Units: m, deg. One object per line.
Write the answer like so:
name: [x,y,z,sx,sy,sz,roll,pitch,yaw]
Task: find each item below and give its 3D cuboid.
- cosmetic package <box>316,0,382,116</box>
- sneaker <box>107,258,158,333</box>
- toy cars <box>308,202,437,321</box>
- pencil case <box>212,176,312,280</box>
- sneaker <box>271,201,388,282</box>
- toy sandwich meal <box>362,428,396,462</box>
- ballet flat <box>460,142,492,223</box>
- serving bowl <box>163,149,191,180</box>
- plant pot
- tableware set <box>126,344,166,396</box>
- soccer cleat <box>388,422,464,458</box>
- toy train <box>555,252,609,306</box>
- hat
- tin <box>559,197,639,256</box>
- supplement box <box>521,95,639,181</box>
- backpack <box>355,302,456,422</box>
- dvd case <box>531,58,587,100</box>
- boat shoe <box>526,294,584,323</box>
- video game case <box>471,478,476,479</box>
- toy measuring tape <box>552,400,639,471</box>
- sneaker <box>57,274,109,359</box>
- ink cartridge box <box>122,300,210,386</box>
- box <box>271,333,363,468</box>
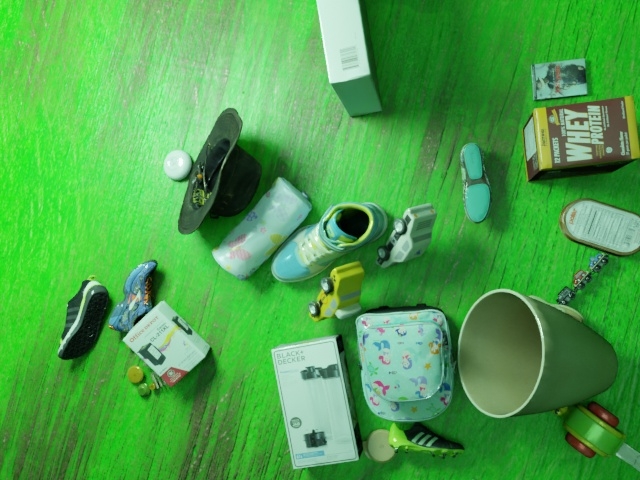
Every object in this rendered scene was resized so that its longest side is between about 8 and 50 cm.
cosmetic package: [0.059,-0.506,1.329,0.097,0.284,0.378,-10,85,13]
sneaker: [-0.474,0.150,1.525,0.087,0.083,0.221,27,101,3]
toy cars: [0.128,0.074,1.337,0.393,0.176,0.087,-40,63,8]
pencil case: [-0.147,-0.030,1.439,0.124,0.113,0.273,44,96,20]
sneaker: [0.000,0.000,1.358,0.319,0.208,0.127,-32,82,10]
toy sandwich meal: [0.146,0.498,1.399,0.085,0.029,0.086,-1,77,6]
ballet flat: [0.364,-0.134,1.362,0.070,0.070,0.189,-2,91,12]
serving bowl: [-0.383,-0.202,1.531,0.083,0.027,0.083,-3,81,22]
plant pot: [0.478,0.249,1.223,0.273,0.256,0.257,11,90,-23]
tableware set: [-0.471,0.333,1.538,0.104,0.024,0.154,-27,84,13]
soccer cleat: [0.250,0.468,1.364,0.178,0.060,0.072,6,56,3]
toy train: [0.597,0.086,1.323,0.036,0.027,0.158,44,97,21]
hat: [-0.229,-0.147,1.421,0.133,0.331,0.331,22,93,-25]
tin: [0.643,-0.031,1.314,0.189,0.040,0.106,19,87,12]
supplement box: [0.555,-0.213,1.257,0.191,0.194,0.129,-6,87,12]
backpack: [0.196,0.284,1.324,0.225,0.191,0.254,-5,92,11]
dvd case: [0.559,-0.376,1.356,0.119,0.013,0.087,-3,87,13]
boat shoe: [0.527,0.170,1.315,0.135,0.045,0.050,18,126,18]
video game case: [0.402,0.693,1.338,0.193,0.023,0.213,22,92,12]
toy measuring tape: [0.644,0.450,1.253,0.330,0.121,0.121,36,95,11]
sneaker: [-0.645,0.207,1.564,0.097,0.084,0.235,29,93,35]
ink cartridge box: [-0.391,0.262,1.473,0.127,0.072,0.175,-43,98,8]
box: [-0.008,0.386,1.404,0.169,0.087,0.290,-11,85,11]
